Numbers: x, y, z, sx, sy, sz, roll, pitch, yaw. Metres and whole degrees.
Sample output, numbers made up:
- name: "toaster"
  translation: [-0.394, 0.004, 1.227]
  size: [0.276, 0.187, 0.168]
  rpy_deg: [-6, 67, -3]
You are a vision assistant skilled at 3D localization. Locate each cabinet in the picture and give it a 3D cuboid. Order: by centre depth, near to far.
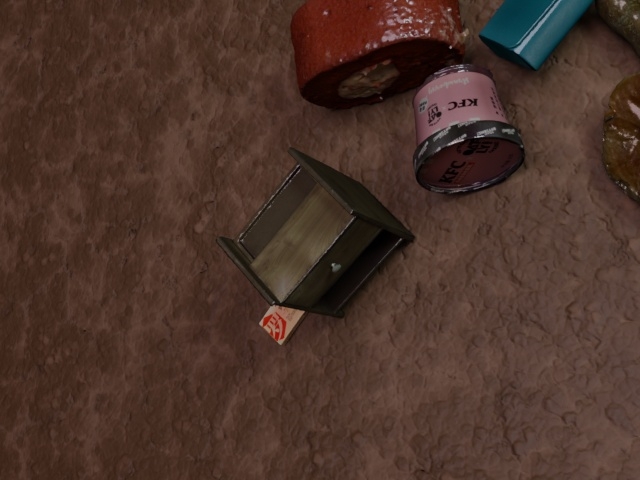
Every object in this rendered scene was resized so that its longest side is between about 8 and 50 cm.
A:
- name: "cabinet"
  translation: [0.000, 0.000, 1.064]
  size: [0.174, 0.215, 0.148]
  rpy_deg: [-49, 61, 12]

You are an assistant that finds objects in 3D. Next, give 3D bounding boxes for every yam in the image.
- name: "yam"
  translation: [0.448, -0.234, 0.951]
  size: [0.061, 0.061, 0.252]
  rpy_deg: [-36, 66, 19]

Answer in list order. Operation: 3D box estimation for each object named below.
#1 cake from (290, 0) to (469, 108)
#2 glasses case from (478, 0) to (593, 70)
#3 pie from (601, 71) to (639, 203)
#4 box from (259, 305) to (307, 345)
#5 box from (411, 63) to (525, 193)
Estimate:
- name: "cake"
  translation: [0.080, -0.307, 1.105]
  size: [0.283, 0.177, 0.150]
  rpy_deg: [-11, 75, 29]
- name: "glasses case"
  translation: [0.348, -0.381, 1.006]
  size: [0.301, 0.070, 0.117]
  rpy_deg: [-51, 28, 9]
- name: "pie"
  translation: [0.433, -0.135, 0.905]
  size: [0.195, 0.046, 0.195]
  rpy_deg: [12, 105, 48]
- name: "box"
  translation: [-0.054, 0.116, 1.188]
  size: [0.058, 0.015, 0.093]
  rpy_deg: [40, 100, 31]
- name: "box"
  translation: [0.199, -0.158, 1.031]
  size: [0.151, 0.151, 0.135]
  rpy_deg: [-18, 62, 25]
